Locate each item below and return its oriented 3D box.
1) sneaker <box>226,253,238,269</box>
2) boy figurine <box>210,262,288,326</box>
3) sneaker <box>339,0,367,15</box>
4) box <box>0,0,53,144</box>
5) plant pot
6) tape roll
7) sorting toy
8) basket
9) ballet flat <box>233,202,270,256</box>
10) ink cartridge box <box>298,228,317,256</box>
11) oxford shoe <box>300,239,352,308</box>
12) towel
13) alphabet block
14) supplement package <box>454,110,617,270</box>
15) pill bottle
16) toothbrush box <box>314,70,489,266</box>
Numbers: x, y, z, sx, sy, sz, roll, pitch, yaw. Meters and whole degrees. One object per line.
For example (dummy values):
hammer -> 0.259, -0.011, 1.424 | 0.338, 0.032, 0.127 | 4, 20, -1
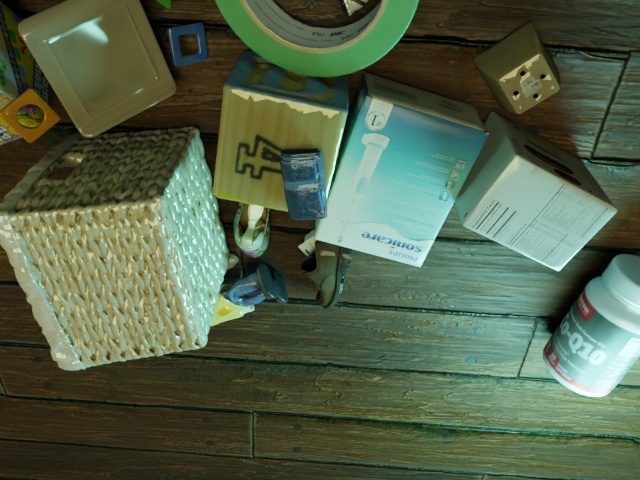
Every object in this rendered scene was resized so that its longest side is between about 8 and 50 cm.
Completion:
sneaker -> -0.224, 0.065, 1.211 | 0.098, 0.069, 0.038 | -17, 122, 15
boy figurine -> -0.221, 0.142, 1.228 | 0.285, 0.092, 0.177 | -26, 155, 12
sneaker -> 0.041, -0.413, 0.890 | 0.043, 0.040, 0.109 | -26, 125, 3
box -> -0.626, -0.266, 0.867 | 0.289, 0.177, 0.279 | -15, 157, 13
plant pot -> 0.331, -0.272, 0.930 | 0.109, 0.096, 0.109 | -31, 117, 22
tape roll -> -0.007, -0.400, 0.824 | 0.321, 0.077, 0.321 | 10, 136, 10
sorting toy -> -0.348, -0.288, 0.901 | 0.347, 0.047, 0.196 | -34, 133, -18
basket -> -0.338, 0.003, 1.020 | 0.266, 0.328, 0.331 | -4, 122, 4
ballet flat -> -0.134, -0.041, 1.127 | 0.076, 0.079, 0.222 | 11, 125, -5
ink cartridge box -> 0.000, 0.000, 1.178 | 0.083, 0.028, 0.048 | -31, 118, 22
oxford shoe -> 0.005, 0.064, 1.176 | 0.096, 0.083, 0.227 | 5, 140, -3
towel -> -0.025, -0.086, 0.892 | 0.067, 0.029, 0.119 | -3, 124, 6
alphabet block -> -0.065, -0.183, 0.960 | 0.193, 0.192, 0.197 | 12, 125, -3
supplement package -> 0.358, -0.090, 0.995 | 0.203, 0.194, 0.149 | 24, 122, -13
pill bottle -> 0.604, 0.178, 1.186 | 0.161, 0.161, 0.283 | 13, 124, -6
toothbrush box -> 0.132, -0.120, 1.028 | 0.216, 0.126, 0.296 | 14, 124, -7
